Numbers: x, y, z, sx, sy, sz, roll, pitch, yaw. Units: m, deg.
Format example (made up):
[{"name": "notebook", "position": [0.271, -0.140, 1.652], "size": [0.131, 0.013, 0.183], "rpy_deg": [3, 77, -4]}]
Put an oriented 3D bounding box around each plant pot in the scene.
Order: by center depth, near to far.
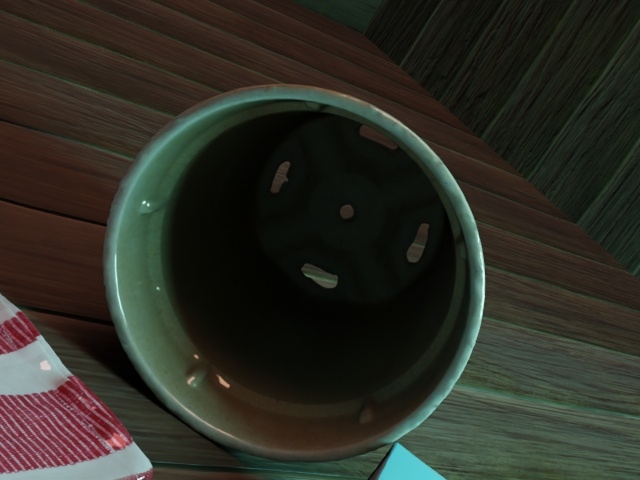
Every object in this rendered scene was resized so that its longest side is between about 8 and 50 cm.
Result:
[{"name": "plant pot", "position": [0.000, 0.000, 1.152], "size": [0.333, 0.334, 0.305], "rpy_deg": [34, 17, 2]}]

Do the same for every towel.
[{"name": "towel", "position": [-0.296, 0.088, 0.899], "size": [0.329, 0.037, 0.237], "rpy_deg": [43, 21, 27]}]

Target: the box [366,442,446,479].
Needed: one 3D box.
[{"name": "box", "position": [0.033, 0.253, 0.925], "size": [0.060, 0.101, 0.244], "rpy_deg": [36, 18, 5]}]
